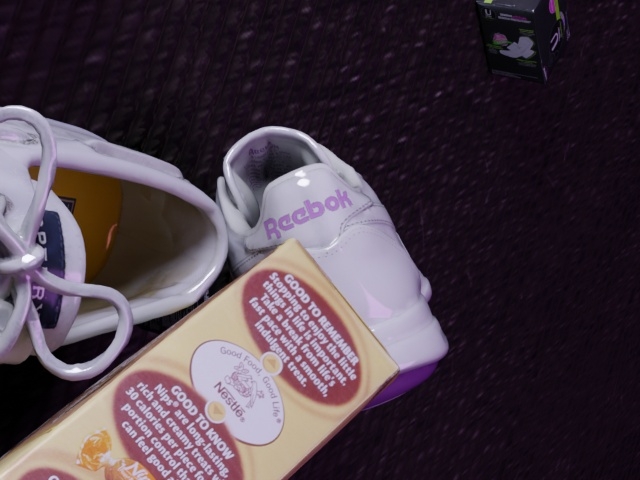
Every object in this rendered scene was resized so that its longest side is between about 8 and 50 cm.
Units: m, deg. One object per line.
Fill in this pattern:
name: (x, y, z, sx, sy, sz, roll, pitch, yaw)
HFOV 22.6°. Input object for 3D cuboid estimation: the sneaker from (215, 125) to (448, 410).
sneaker: (0.000, 0.000, 0.924, 0.305, 0.114, 0.152, -149, -144, -80)

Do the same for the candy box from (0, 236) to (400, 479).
candy box: (-0.126, 0.139, 0.707, 0.316, 0.183, 0.087, -38, 91, -35)

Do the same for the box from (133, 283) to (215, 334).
box: (-0.091, 0.012, 0.893, 0.018, 0.067, 0.083, -35, 132, -51)

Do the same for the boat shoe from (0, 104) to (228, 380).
boat shoe: (-0.150, 0.006, 0.679, 0.367, 0.156, 0.136, 4, 98, -63)

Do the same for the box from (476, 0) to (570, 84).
box: (0.168, -0.181, 1.312, 0.062, 0.052, 0.083, -60, 150, -30)
